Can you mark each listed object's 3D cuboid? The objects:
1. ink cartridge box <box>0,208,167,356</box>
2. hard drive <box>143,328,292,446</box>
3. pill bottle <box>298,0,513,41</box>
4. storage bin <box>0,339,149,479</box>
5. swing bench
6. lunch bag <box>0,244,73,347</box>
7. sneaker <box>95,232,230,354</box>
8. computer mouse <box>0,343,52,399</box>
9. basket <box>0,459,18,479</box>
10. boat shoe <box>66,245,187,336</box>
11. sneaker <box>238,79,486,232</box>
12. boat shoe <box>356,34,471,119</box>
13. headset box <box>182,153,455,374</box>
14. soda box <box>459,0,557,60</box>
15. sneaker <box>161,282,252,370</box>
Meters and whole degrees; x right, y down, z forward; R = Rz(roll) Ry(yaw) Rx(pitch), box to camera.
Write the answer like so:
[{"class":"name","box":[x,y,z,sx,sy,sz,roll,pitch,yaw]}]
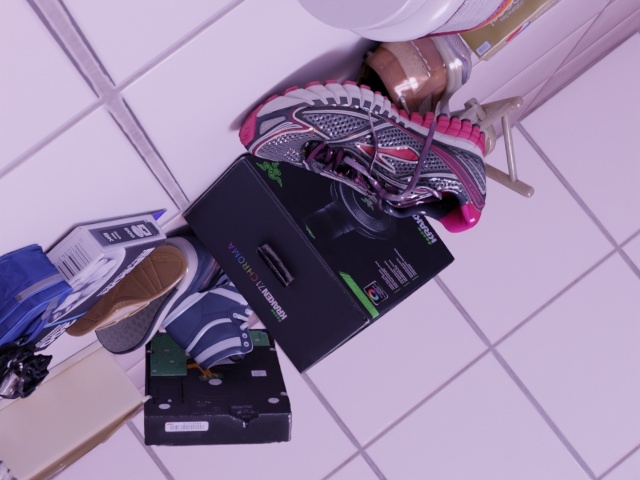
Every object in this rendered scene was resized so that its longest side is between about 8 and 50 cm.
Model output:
[{"class":"ink cartridge box","box":[-0.263,0.051,1.148,0.206,0.045,0.208,-40,175,17]},{"class":"hard drive","box":[-0.183,0.245,1.845,0.237,0.064,0.339,0,-160,-10]},{"class":"pill bottle","box":[0.065,-0.203,0.764,0.121,0.121,0.221,-41,173,27]},{"class":"storage bin","box":[-0.439,0.306,1.691,0.262,0.123,0.260,-34,173,-40]},{"class":"swing bench","box":[0.137,-0.106,1.602,0.255,0.165,0.253,15,-141,42]},{"class":"lunch bag","box":[-0.281,0.059,0.995,0.098,0.065,0.067,-42,173,32]},{"class":"sneaker","box":[-0.194,0.063,1.451,0.226,0.086,0.163,-43,170,32]},{"class":"computer mouse","box":[-0.388,0.189,1.051,0.272,0.072,0.188,-23,176,-9]},{"class":"basket","box":[-0.466,0.395,1.321,0.201,0.289,0.255,-7,-162,37]},{"class":"boat shoe","box":[-0.237,0.059,1.316,0.170,0.063,0.059,-28,177,0]},{"class":"sneaker","box":[0.057,-0.088,1.152,0.299,0.112,0.121,10,156,-25]},{"class":"boat shoe","box":[0.086,-0.165,1.287,0.116,0.123,0.324,-33,164,-12]},{"class":"headset box","box":[0.000,0.000,1.357,0.131,0.246,0.283,-41,172,33]},{"class":"soda box","box":[0.267,-0.317,1.418,0.181,0.058,0.061,-39,174,19]},{"class":"sneaker","box":[-0.129,0.106,1.841,0.282,0.153,0.099,-36,174,-21]}]
